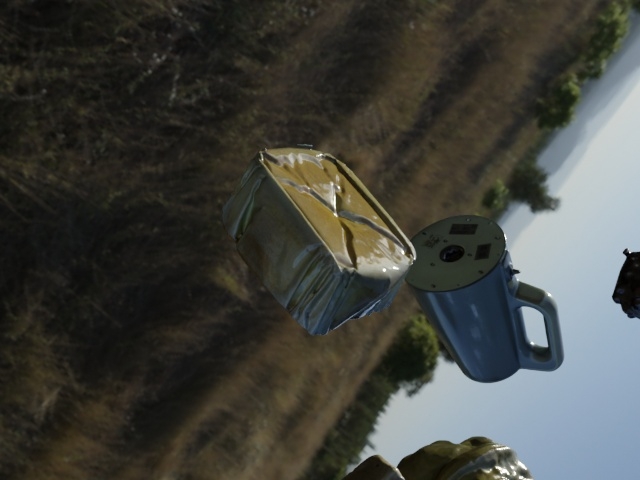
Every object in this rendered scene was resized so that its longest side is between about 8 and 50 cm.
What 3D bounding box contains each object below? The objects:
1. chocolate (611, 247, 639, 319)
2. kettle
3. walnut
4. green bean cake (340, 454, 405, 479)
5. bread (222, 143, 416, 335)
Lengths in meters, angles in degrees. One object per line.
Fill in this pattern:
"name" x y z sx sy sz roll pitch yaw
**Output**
"chocolate" 0.369 0.057 0.856 0.156 0.133 0.156 3 90 -83
"kettle" 0.257 0.101 1.262 0.243 0.211 0.160 61 42 -35
"walnut" 0.284 0.516 1.632 0.277 0.282 0.253 8 132 -42
"green bean cake" 0.063 0.425 1.277 0.179 0.109 0.085 -38 -160 -13
"bread" -0.002 -0.001 0.975 0.110 0.210 0.192 -49 160 30
